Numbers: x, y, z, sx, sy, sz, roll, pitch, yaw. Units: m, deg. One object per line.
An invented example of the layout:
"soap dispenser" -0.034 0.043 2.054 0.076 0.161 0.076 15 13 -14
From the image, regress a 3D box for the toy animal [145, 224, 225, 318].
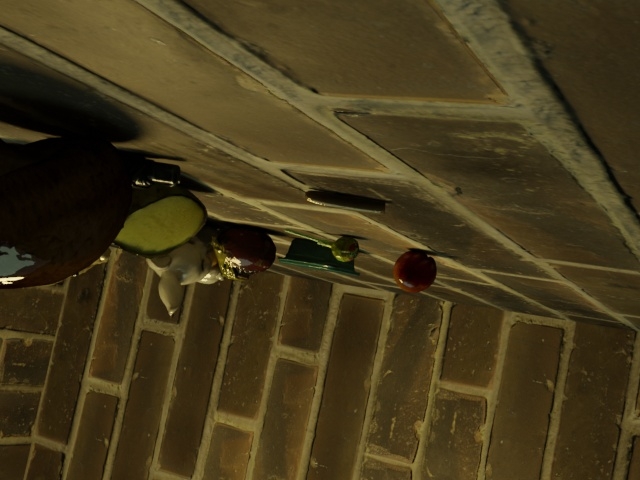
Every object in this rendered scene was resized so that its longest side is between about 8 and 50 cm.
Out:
"toy animal" -0.342 0.054 2.271 0.154 0.208 0.325 -4 -154 23

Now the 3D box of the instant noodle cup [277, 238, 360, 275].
"instant noodle cup" 0.002 0.043 2.288 0.179 0.070 0.157 7 174 32

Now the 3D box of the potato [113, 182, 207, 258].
"potato" -0.313 -0.061 1.659 0.111 0.160 0.271 53 -176 17

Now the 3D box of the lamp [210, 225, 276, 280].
"lamp" -0.190 0.035 2.244 0.157 0.135 0.156 7 174 17

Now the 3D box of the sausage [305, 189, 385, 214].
"sausage" 0.039 -0.061 1.452 0.132 0.024 0.024 9 174 5

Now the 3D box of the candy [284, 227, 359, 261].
"candy" 0.000 0.000 2.045 0.194 0.058 0.062 18 -150 27

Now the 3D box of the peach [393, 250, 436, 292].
"peach" 0.213 0.073 2.034 0.100 0.101 0.101 11 174 1

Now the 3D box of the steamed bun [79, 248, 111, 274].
"steamed bun" -0.526 -0.028 1.897 0.247 0.189 0.428 15 -165 8

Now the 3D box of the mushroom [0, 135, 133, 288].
"mushroom" -0.461 -0.095 1.296 0.334 0.356 0.331 -26 179 -12

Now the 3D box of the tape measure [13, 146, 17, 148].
"tape measure" -0.526 -0.107 1.656 0.199 0.112 0.186 10 172 1

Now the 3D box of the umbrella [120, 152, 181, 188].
"umbrella" -0.336 -0.116 1.458 0.235 0.059 0.066 10 -161 18
